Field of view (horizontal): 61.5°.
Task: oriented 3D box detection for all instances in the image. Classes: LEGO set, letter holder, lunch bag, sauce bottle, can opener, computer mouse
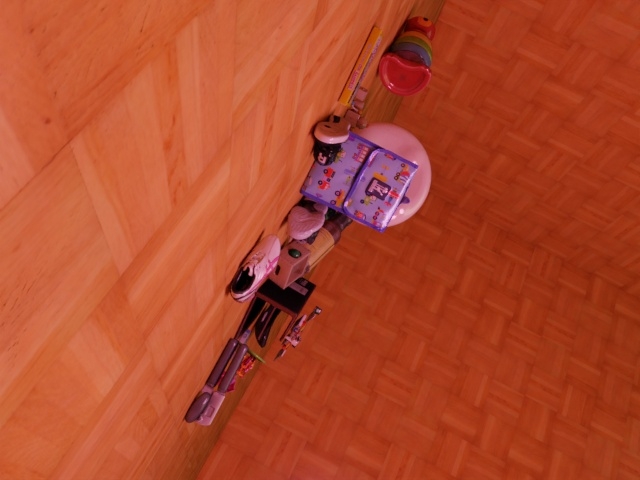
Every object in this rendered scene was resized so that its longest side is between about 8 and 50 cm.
[{"bbox_3d":[-0.083,0.291,1.787,0.182,0.060,0.244,-57,-172,-36],"label":"LEGO set"},{"bbox_3d":[-0.156,0.250,1.867,0.214,0.152,0.302,-62,176,17],"label":"letter holder"},{"bbox_3d":[0.125,-0.174,1.565,0.221,0.293,0.138,-64,176,12],"label":"lunch bag"},{"bbox_3d":[0.000,0.000,1.985,0.344,0.111,0.111,-42,164,-37],"label":"sauce bottle"},{"bbox_3d":[-0.312,0.437,1.653,0.280,0.074,0.093,-62,175,-13],"label":"can opener"},{"bbox_3d":[-0.225,0.334,2.203,0.184,0.060,0.262,106,1,-52],"label":"computer mouse"}]

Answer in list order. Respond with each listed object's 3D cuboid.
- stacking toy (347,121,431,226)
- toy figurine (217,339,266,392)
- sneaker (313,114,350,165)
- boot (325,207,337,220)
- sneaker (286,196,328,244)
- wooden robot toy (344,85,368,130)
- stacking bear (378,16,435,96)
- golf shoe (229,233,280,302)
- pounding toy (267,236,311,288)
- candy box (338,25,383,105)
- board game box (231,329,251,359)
[{"bbox_3d":[0.170,-0.222,1.971,0.350,0.351,0.480,-62,-173,-3],"label":"stacking toy"},{"bbox_3d":[-0.274,0.429,1.771,0.159,0.130,0.173,-52,-170,-14],"label":"toy figurine"},{"bbox_3d":[0.019,-0.234,1.351,0.121,0.079,0.217,-66,176,26],"label":"sneaker"},{"bbox_3d":[0.026,-0.105,2.153,0.246,0.094,0.207,-76,-171,-81],"label":"boot"},{"bbox_3d":[-0.047,-0.038,1.634,0.268,0.101,0.153,-61,174,-57],"label":"sneaker"},{"bbox_3d":[0.117,-0.376,1.649,0.173,0.079,0.076,-63,176,22],"label":"wooden robot toy"},{"bbox_3d":[0.319,-0.659,1.862,0.164,0.175,0.289,104,7,-65],"label":"stacking bear"},{"bbox_3d":[-0.150,0.063,1.279,0.186,0.067,0.086,-61,174,-16],"label":"golf shoe"},{"bbox_3d":[-0.103,0.056,1.765,0.130,0.100,0.141,-36,154,-48],"label":"pounding toy"},{"bbox_3d":[0.108,-0.451,1.415,0.206,0.027,0.105,-63,179,15],"label":"candy box"},{"bbox_3d":[-0.288,0.379,1.947,0.090,0.020,0.090,-59,175,-47],"label":"board game box"}]
